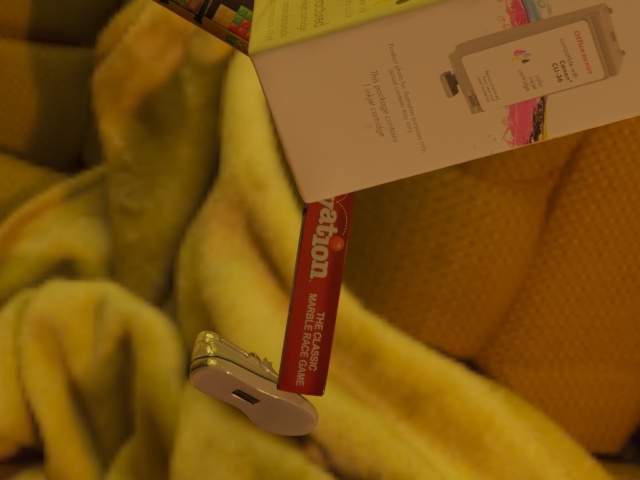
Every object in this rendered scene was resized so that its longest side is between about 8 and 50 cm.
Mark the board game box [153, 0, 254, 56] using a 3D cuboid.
[{"bbox_3d":[-0.101,-0.179,1.029,0.048,0.170,0.141,-60,3,5],"label":"board game box"}]

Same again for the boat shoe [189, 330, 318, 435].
[{"bbox_3d":[-0.037,0.081,0.919,0.035,0.100,0.035,-29,46,33],"label":"boat shoe"}]

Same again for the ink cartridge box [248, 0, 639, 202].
[{"bbox_3d":[0.079,-0.091,0.577,0.115,0.198,0.067,-90,-17,-58],"label":"ink cartridge box"}]

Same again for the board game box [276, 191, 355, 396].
[{"bbox_3d":[0.000,0.000,0.903,0.281,0.027,0.145,-103,21,-88],"label":"board game box"}]
